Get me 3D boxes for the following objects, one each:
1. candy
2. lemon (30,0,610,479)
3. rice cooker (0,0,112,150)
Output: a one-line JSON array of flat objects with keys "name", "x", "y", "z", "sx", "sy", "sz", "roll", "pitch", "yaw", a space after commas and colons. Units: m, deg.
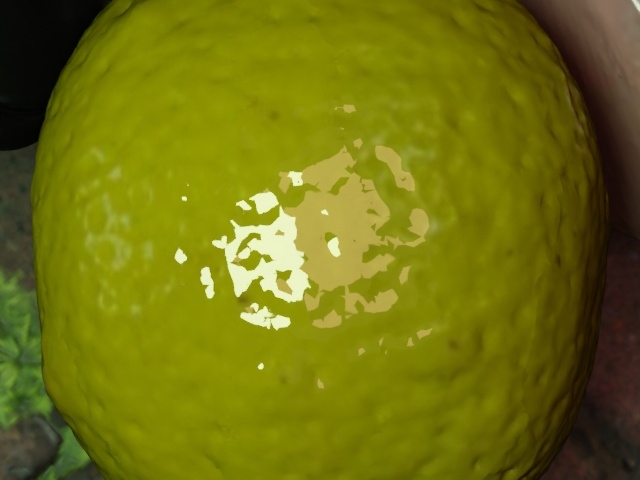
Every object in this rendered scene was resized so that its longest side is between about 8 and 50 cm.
[{"name": "candy", "x": 0.171, "y": -0.111, "z": 0.801, "sx": 0.094, "sy": 0.255, "sz": 0.255, "roll": -30, "pitch": 86, "yaw": -9}, {"name": "lemon", "x": 0.000, "y": 0.002, "z": 0.730, "sx": 0.336, "sy": 0.336, "sz": 0.336, "roll": 1, "pitch": 82, "yaw": -6}, {"name": "rice cooker", "x": -0.218, "y": -0.173, "z": 0.750, "sx": 0.227, "sy": 0.280, "sz": 0.241, "roll": 5, "pitch": 50, "yaw": 19}]
